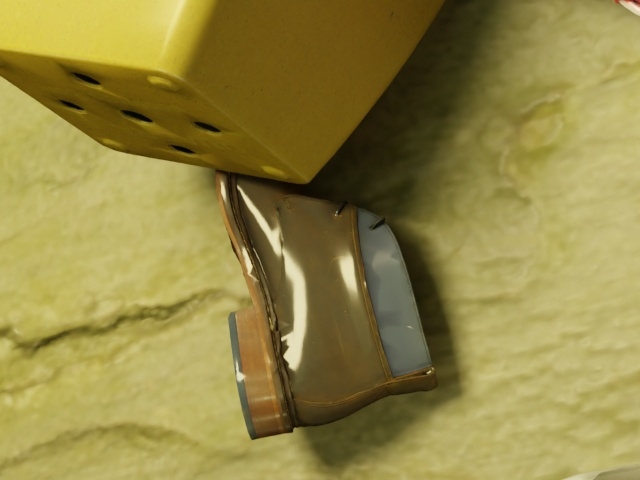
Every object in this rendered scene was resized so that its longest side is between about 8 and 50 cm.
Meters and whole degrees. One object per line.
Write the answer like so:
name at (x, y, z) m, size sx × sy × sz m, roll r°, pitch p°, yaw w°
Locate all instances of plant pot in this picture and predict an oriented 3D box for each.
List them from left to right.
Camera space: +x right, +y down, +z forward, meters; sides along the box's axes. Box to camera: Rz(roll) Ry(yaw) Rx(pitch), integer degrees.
plant pot at (-0.065, -0.147, 0.758) m, size 0.212 × 0.212 × 0.187 m, roll 11°, pitch 75°, yaw 31°

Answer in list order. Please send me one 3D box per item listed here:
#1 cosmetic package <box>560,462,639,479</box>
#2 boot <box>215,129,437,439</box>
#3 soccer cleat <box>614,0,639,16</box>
cosmetic package at (0.123, 0.339, 0.626) m, size 0.230 × 0.161 × 0.453 m, roll -27°, pitch 72°, yaw 37°
boot at (0.000, 0.000, 0.824) m, size 0.106 × 0.082 × 0.219 m, roll -9°, pitch 68°, yaw 3°
soccer cleat at (0.211, -0.123, 0.683) m, size 0.318 × 0.108 × 0.116 m, roll 12°, pitch 94°, yaw 28°
